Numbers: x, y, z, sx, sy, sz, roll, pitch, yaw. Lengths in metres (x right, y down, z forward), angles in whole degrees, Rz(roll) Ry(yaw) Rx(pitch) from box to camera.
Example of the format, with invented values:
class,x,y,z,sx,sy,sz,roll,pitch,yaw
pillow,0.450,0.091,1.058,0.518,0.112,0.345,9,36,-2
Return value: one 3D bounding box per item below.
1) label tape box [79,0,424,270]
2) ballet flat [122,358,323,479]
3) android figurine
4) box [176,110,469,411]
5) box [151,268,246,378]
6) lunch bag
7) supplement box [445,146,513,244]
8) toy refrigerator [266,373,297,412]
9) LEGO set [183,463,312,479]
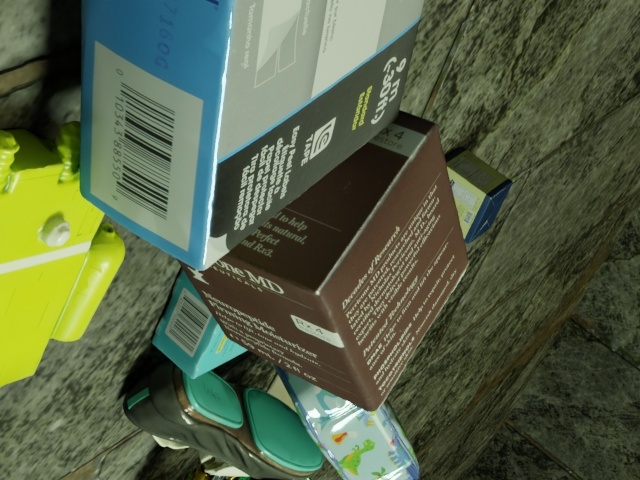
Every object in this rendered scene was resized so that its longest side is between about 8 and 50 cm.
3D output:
class,x,y,z,sx,sy,sz,roll,pitch,yaw
label tape box,0.002,-0.176,0.726,0.347,0.115,0.249,-39,151,-41
ballet flat,-0.104,0.192,1.169,0.096,0.095,0.280,-25,143,19
android figurine,-0.229,0.037,0.734,0.248,0.056,0.273,-16,141,-58
box,0.000,0.000,0.913,0.167,0.168,0.203,-55,149,-20
box,-0.054,0.047,1.121,0.244,0.060,0.101,-24,146,-52
lunch bag,0.022,0.175,1.261,0.090,0.176,0.219,-32,125,0
supplement box,0.183,-0.058,1.426,0.056,0.083,0.083,-32,153,-43
toy refrigerator,0.027,0.146,1.422,0.102,0.094,0.270,-16,140,-59
LEGO set,-0.102,0.367,1.349,0.331,0.192,0.255,47,54,-31
